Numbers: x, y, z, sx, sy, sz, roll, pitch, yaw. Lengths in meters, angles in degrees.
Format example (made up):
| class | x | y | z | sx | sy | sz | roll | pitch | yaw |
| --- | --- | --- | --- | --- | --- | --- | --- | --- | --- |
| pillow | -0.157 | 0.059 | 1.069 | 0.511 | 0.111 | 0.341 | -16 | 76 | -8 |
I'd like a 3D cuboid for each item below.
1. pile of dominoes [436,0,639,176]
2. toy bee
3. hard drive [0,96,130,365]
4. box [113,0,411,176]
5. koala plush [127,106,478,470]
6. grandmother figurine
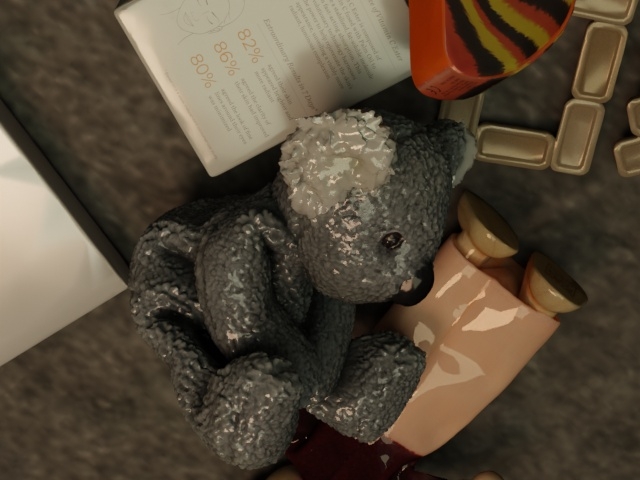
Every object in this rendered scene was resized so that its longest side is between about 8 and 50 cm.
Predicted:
| class | x | y | z | sx | sy | sz | roll | pitch | yaw |
| --- | --- | --- | --- | --- | --- | --- | --- | --- | --- |
| pile of dominoes | 0.196 | -0.165 | 0.859 | 0.196 | 0.040 | 0.251 | 10 | 118 | -1 |
| toy bee | 0.112 | -0.239 | 0.718 | 0.162 | 0.195 | 0.298 | -10 | 107 | -18 |
| hard drive | -0.330 | 0.029 | 0.897 | 0.319 | 0.040 | 0.210 | -31 | 110 | 9 |
| box | -0.029 | -0.146 | 0.817 | 0.170 | 0.091 | 0.130 | -26 | 111 | 8 |
| koala plush | 0.000 | 0.000 | 0.799 | 0.203 | 0.196 | 0.221 | 51 | 117 | 23 |
| grandmother figurine | 0.053 | 0.138 | 0.941 | 0.208 | 0.104 | 0.342 | 45 | 108 | 10 |
